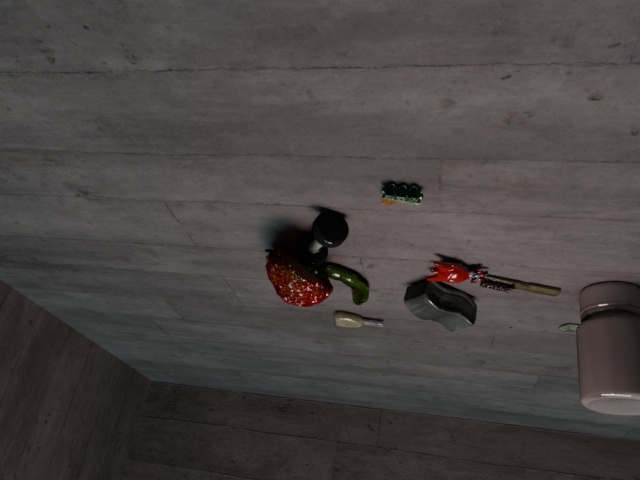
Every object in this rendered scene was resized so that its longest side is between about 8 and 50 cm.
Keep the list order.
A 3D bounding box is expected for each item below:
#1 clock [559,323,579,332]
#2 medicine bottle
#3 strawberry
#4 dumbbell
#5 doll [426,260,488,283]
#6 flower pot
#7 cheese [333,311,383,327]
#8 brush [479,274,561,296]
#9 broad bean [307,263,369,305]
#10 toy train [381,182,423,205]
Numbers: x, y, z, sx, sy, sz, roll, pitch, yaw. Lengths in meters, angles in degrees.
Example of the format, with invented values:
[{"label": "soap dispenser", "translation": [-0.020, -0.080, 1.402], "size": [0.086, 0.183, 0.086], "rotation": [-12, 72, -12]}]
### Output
[{"label": "clock", "translation": [0.869, 0.304, 1.979], "size": [0.083, 0.010, 0.074], "rotation": [6, 151, 6]}, {"label": "medicine bottle", "translation": [0.845, 0.306, 1.638], "size": [0.208, 0.340, 0.208], "rotation": [8, 152, 4]}, {"label": "strawberry", "translation": [-0.093, 0.120, 1.705], "size": [0.233, 0.138, 0.306], "rotation": [36, -176, 12]}, {"label": "dumbbell", "translation": [0.000, 0.000, 1.613], "size": [0.100, 0.100, 0.191], "rotation": [18, 151, -13]}, {"label": "doll", "translation": [0.408, 0.100, 1.705], "size": [0.169, 0.057, 0.109], "rotation": [11, 149, 2]}, {"label": "flower pot", "translation": [0.392, 0.208, 1.864], "size": [0.229, 0.103, 0.108], "rotation": [26, 148, -25]}, {"label": "cheese", "translation": [0.147, 0.313, 2.210], "size": [0.192, 0.037, 0.097], "rotation": [8, 153, 6]}, {"label": "brush", "translation": [0.604, 0.145, 1.747], "size": [0.248, 0.036, 0.043], "rotation": [11, 156, -2]}, {"label": "broad bean", "translation": [0.083, 0.142, 1.911], "size": [0.292, 0.049, 0.144], "rotation": [34, 150, -34]}, {"label": "toy train", "translation": [0.200, -0.108, 1.408], "size": [0.103, 0.044, 0.064], "rotation": [9, 155, 8]}]
